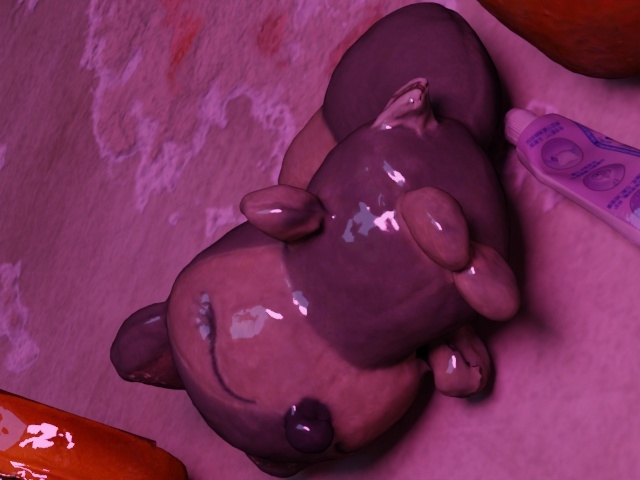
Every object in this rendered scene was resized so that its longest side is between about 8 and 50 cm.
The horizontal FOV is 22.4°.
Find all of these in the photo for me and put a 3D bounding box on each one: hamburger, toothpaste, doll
[{"bbox_3d":[-0.265,0.264,1.463,0.291,0.291,0.225,3,71,48],"label":"hamburger"},{"bbox_3d":[0.242,-0.038,1.236,0.075,0.048,0.301,-53,43,-1],"label":"toothpaste"},{"bbox_3d":[0.026,0.021,1.354,0.382,0.252,0.379,-38,12,35],"label":"doll"}]

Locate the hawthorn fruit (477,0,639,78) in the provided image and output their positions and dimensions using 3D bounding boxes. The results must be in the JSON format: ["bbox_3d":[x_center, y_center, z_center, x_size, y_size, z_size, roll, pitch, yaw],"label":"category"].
[{"bbox_3d":[0.210,-0.271,1.186,0.267,0.301,0.268,-8,73,26],"label":"hawthorn fruit"}]
